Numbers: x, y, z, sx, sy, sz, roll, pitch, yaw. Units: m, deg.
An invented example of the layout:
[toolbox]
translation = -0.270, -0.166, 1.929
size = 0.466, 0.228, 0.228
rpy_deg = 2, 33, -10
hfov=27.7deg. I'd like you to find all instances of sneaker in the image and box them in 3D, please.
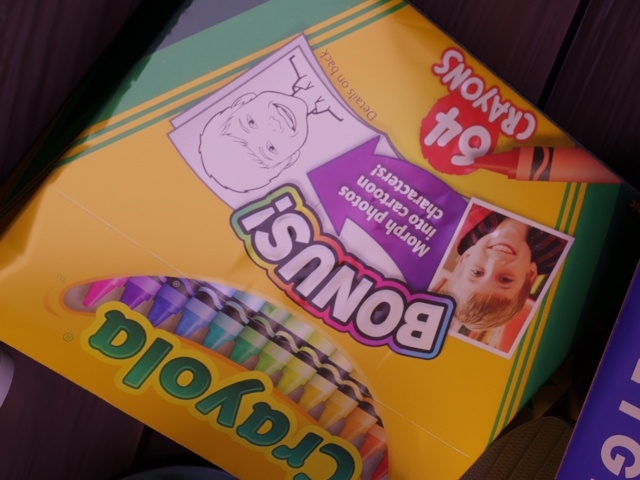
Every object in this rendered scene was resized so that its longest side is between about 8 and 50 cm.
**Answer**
[sneaker]
translation = 0.150, 0.246, 1.047
size = 0.091, 0.094, 0.258
rpy_deg = 10, 119, -43

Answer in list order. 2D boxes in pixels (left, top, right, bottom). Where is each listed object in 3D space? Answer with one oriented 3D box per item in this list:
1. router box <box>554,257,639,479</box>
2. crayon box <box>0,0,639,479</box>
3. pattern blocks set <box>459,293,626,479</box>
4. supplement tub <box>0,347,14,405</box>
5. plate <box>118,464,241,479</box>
[router box]
translation = 0.277, 0.120, 0.953
size = 0.301, 0.082, 0.335
rpy_deg = -18, 130, -53
[crayon box]
translation = 0.000, 0.000, 0.856
size = 0.363, 0.106, 0.313
rpy_deg = 35, 100, -24
[pattern blocks set]
translation = 0.104, 0.131, 1.027
size = 0.325, 0.026, 0.285
rpy_deg = -41, 121, 5
[supplement tub]
translation = -0.265, 0.080, 0.852
size = 0.107, 0.071, 0.071
rpy_deg = 36, 101, -30
[plate]
translation = -0.110, 0.255, 1.007
size = 0.188, 0.024, 0.188
rpy_deg = -3, 120, -6
